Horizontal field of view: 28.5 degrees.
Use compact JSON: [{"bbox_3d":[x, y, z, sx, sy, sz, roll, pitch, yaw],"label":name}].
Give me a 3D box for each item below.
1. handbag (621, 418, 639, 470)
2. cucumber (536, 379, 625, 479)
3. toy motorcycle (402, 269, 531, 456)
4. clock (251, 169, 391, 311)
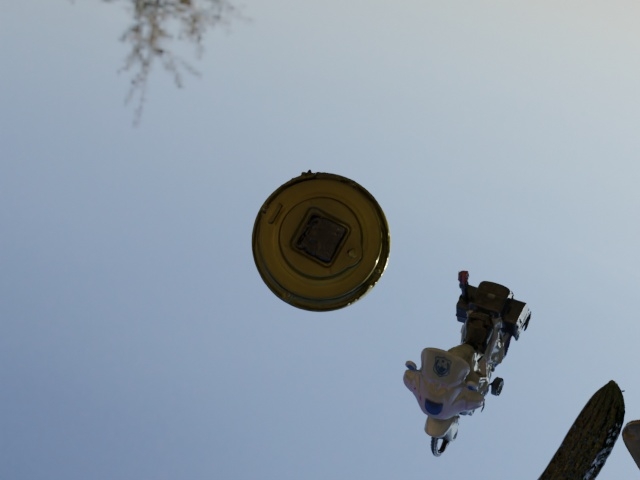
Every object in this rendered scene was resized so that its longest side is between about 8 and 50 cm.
[{"bbox_3d":[0.726,0.409,2.164,0.133,0.283,0.401,-23,-177,-28],"label":"handbag"},{"bbox_3d":[0.402,0.341,1.952,0.077,0.265,0.077,31,-172,-5],"label":"cucumber"},{"bbox_3d":[0.173,0.138,1.483,0.102,0.150,0.221,16,-122,26],"label":"toy motorcycle"},{"bbox_3d":[0.000,0.000,2.062,0.237,0.237,0.057,14,173,4],"label":"clock"}]
